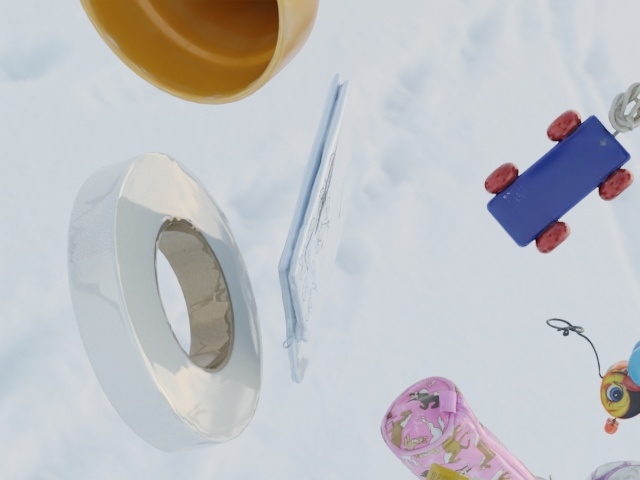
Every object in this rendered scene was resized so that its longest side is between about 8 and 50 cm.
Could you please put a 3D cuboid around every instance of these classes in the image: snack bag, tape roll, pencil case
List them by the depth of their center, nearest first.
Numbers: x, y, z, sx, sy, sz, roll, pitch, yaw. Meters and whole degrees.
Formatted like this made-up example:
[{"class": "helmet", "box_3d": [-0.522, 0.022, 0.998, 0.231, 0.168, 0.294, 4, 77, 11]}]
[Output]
[{"class": "tape roll", "box_3d": [-0.190, 0.078, 1.678, 0.392, 0.072, 0.392, 52, 29, -45]}, {"class": "snack bag", "box_3d": [0.000, 0.000, 1.774, 0.037, 0.342, 0.323, 10, 58, 8]}, {"class": "pencil case", "box_3d": [0.268, 0.394, 2.245, 0.386, 0.167, 0.160, 44, 1, -32]}]

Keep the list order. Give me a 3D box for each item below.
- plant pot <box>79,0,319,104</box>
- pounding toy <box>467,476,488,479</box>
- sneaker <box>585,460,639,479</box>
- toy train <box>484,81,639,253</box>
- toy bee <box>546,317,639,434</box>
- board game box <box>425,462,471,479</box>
[{"class": "plant pot", "box_3d": [-0.065, -0.242, 1.034, 0.205, 0.205, 0.188, 38, 49, 6]}, {"class": "pounding toy", "box_3d": [0.171, 0.333, 1.561, 0.130, 0.100, 0.141, -17, 15, -35]}, {"class": "sneaker", "box_3d": [0.396, 0.369, 1.487, 0.114, 0.152, 0.305, -20, 29, -11]}, {"class": "toy train", "box_3d": [0.294, -0.089, 1.427, 0.105, 0.248, 0.143, 50, 2, 8]}, {"class": "toy bee", "box_3d": [0.506, 0.228, 2.037, 0.298, 0.162, 0.195, 15, 12, 37]}, {"class": "board game box", "box_3d": [0.235, 0.468, 1.754, 0.316, 0.242, 0.064, 28, -11, -30]}]
